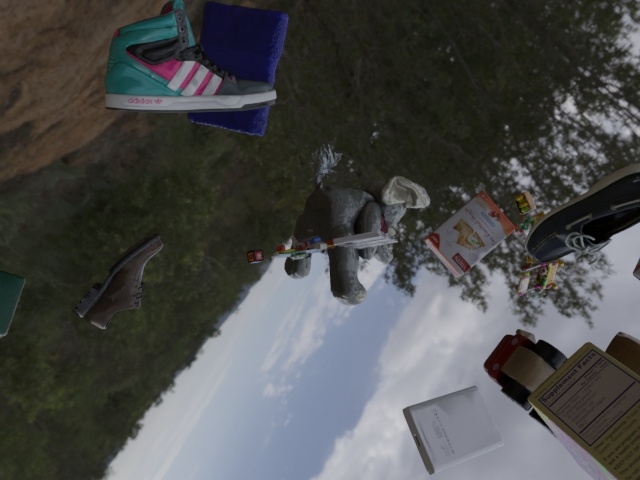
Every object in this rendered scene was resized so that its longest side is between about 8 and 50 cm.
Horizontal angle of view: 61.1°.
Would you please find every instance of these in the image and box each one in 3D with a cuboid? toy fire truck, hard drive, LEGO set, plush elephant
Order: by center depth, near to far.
[{"bbox_3d":[0.000,0.000,0.946,0.244,0.060,0.182,-11,174,16],"label":"LEGO set"},{"bbox_3d":[0.410,0.249,1.054,0.158,0.217,0.246,-51,-163,-4],"label":"toy fire truck"},{"bbox_3d":[0.089,-0.041,1.226,0.271,0.255,0.330,8,-83,56],"label":"plush elephant"},{"bbox_3d":[0.510,0.031,1.340,0.107,0.287,0.132,-18,-159,-12],"label":"LEGO set"},{"bbox_3d":[0.423,0.592,1.717,0.307,0.203,0.040,-5,150,-32],"label":"hard drive"}]

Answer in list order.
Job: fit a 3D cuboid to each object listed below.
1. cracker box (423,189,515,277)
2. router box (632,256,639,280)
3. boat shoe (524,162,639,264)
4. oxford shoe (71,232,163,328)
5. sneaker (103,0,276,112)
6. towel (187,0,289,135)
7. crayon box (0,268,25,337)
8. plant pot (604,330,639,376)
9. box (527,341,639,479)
[{"bbox_3d":[0.455,-0.019,1.659,0.232,0.156,0.067,-40,176,-7],"label":"cracker box"},{"bbox_3d":[0.843,-0.064,1.158,0.301,0.082,0.336,-27,153,-49],"label":"router box"},{"bbox_3d":[0.442,-0.022,0.886,0.254,0.095,0.079,-43,-143,46],"label":"boat shoe"},{"bbox_3d":[-0.381,0.081,1.080,0.227,0.096,0.083,-48,-167,5],"label":"oxford shoe"},{"bbox_3d":[-0.211,-0.307,0.904,0.295,0.179,0.123,-9,-162,-31],"label":"sneaker"},{"bbox_3d":[-0.211,-0.433,1.377,0.076,0.227,0.308,-16,120,-73],"label":"towel"},{"bbox_3d":[-0.699,0.093,0.866,0.362,0.313,0.106,-23,-128,44],"label":"crayon box"},{"bbox_3d":[0.699,0.340,1.092,0.254,0.237,0.237,20,-116,40],"label":"plant pot"},{"bbox_3d":[0.420,0.284,0.680,0.117,0.213,0.243,-42,-149,0],"label":"box"}]
